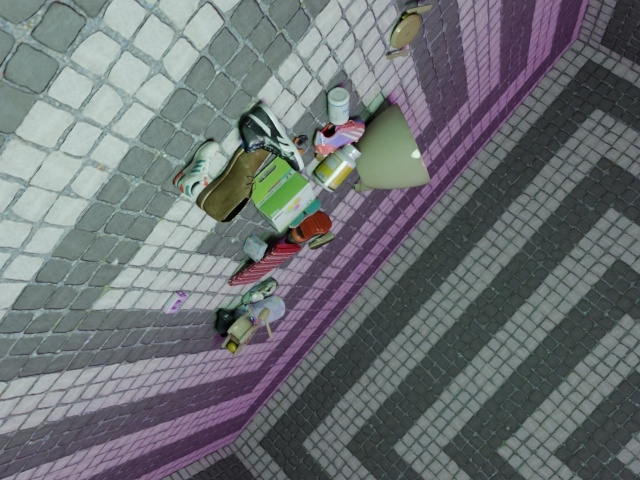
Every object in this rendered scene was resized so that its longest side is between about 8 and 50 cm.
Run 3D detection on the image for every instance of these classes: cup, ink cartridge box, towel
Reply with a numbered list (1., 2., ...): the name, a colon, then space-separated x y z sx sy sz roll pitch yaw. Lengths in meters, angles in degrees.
1. cup: 0.253 -0.328 1.917 0.237 0.331 0.331 -24 164 12
2. ink cartridge box: -0.130 -0.159 1.677 0.189 0.097 0.255 -45 161 -8
3. towel: -0.219 0.095 1.970 0.275 0.031 0.199 -36 166 19

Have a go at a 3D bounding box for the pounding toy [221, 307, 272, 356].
1. pounding toy: -0.302 0.404 2.064 0.269 0.155 0.154 -55 173 34

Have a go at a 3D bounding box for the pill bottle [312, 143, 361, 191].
1. pill bottle: 0.065 -0.277 1.832 0.184 0.103 0.103 -47 161 15

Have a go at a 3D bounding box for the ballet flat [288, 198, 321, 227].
1. ballet flat: -0.071 -0.111 1.984 0.168 0.057 0.052 -38 -174 -17

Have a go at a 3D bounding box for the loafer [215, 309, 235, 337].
1. loafer: -0.406 0.359 2.103 0.078 0.076 0.223 -48 166 -25

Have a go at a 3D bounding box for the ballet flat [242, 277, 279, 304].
1. ballet flat: -0.258 0.226 2.179 0.188 0.070 0.070 -38 158 -33

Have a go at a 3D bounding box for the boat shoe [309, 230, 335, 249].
1. boat shoe: 0.001 -0.001 2.347 0.153 0.048 0.056 -26 164 -33

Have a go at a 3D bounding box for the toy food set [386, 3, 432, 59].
1. toy food set: 0.278 -0.692 1.632 0.132 0.038 0.192 -25 157 -33

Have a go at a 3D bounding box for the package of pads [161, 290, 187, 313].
1. package of pads: -0.500 0.213 1.695 0.083 0.032 0.050 -52 162 10

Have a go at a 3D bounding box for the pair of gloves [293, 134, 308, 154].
1. pair of gloves: -0.074 -0.310 1.636 0.074 0.010 0.083 -25 148 -50

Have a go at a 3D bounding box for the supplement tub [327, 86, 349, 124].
1. supplement tub: 0.058 -0.433 1.595 0.071 0.071 0.107 -43 160 -15

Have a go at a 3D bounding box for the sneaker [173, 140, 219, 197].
1. sneaker: -0.306 -0.181 1.291 0.161 0.075 0.057 -49 161 3

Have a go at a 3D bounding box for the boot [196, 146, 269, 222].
1. boot: -0.215 -0.180 1.434 0.305 0.115 0.112 -50 156 -1

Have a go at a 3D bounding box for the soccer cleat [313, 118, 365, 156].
1. soccer cleat: 0.072 -0.379 1.723 0.248 0.083 0.095 -35 145 -32

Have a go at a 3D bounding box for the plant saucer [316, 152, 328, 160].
1. plant saucer: 0.010 -0.323 1.782 0.083 0.015 0.083 -41 160 -18

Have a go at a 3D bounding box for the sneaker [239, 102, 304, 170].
1. sneaker: -0.147 -0.258 1.378 0.121 0.079 0.217 -40 118 -10

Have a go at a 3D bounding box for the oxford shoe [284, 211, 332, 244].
1. oxford shoe: -0.052 -0.050 2.098 0.098 0.097 0.271 -32 174 39

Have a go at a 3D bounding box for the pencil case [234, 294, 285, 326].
1. pencil case: -0.276 0.330 2.275 0.113 0.124 0.273 -8 180 30

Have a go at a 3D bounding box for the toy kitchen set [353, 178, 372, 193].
1. toy kitchen set: 0.201 -0.255 2.249 0.075 0.083 0.068 11 77 -68

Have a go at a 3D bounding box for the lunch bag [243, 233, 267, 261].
1. lunch bag: -0.244 0.030 1.833 0.053 0.071 0.083 -29 151 -51
